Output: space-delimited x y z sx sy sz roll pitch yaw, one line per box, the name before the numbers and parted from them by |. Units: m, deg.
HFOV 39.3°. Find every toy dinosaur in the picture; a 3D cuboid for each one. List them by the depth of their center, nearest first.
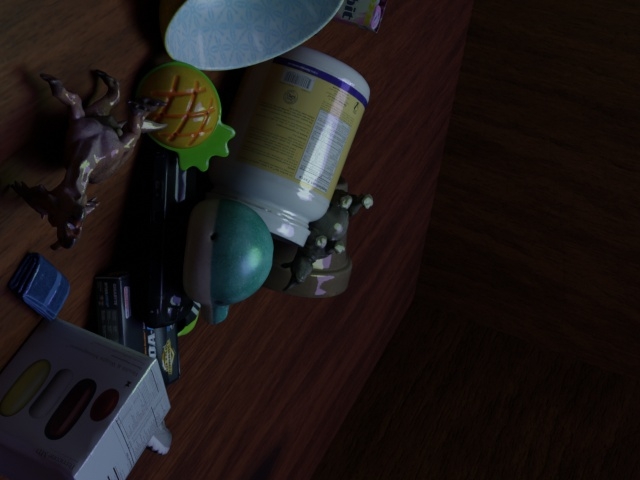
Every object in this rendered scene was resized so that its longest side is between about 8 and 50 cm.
toy dinosaur | -0.308 -0.111 1.196 0.295 0.127 0.200 -59 172 -74

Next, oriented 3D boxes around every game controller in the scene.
game controller | -0.249 -0.015 1.493 0.166 0.067 0.319 -33 127 -86

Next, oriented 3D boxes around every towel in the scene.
towel | -0.392 0.066 1.268 0.119 0.029 0.067 71 40 -65

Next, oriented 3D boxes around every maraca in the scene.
maraca | -0.209 -0.190 1.387 0.127 0.099 0.185 -34 123 -3

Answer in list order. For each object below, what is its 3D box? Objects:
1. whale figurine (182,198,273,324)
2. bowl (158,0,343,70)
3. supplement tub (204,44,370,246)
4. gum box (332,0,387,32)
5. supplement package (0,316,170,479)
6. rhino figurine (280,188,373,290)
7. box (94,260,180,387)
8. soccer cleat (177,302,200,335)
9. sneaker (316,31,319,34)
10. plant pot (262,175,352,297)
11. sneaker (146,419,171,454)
whale figurine | -0.147 0.037 1.505 0.272 0.141 0.216 90 4 -70
bowl | -0.120 -0.397 1.340 0.289 0.289 0.156 35 32 -73
supplement tub | -0.068 -0.177 1.670 0.241 0.241 0.331 32 79 -74
gum box | 0.099 -0.573 1.999 0.062 0.107 0.188 -3 111 -73
supplement package | -0.359 0.252 1.294 0.149 0.194 0.203 88 26 -50
rhino figurine | 0.000 0.000 1.732 0.243 0.073 0.106 -56 -157 -8
box | -0.304 0.151 1.508 0.175 0.051 0.220 -22 112 -68
soccer cleat | -0.255 0.108 1.716 0.072 0.060 0.178 -35 144 -62
sneaker | -0.054 -0.393 1.658 0.229 0.132 0.086 27 82 -74
plant pot | -0.038 -0.034 1.883 0.263 0.263 0.229 -31 140 -66
sneaker | -0.323 0.310 1.640 0.281 0.105 0.115 76 37 -62
